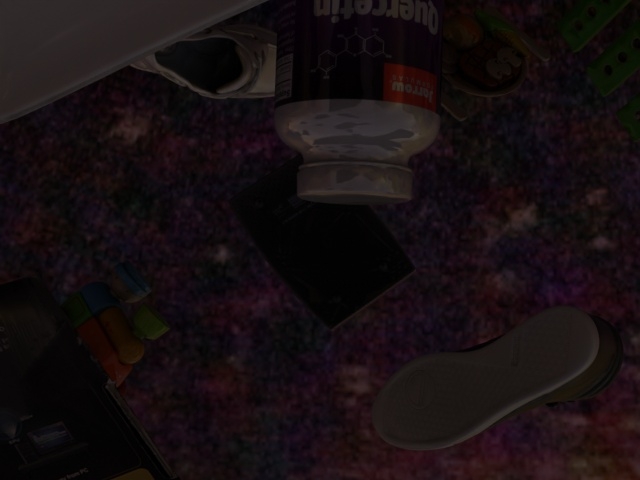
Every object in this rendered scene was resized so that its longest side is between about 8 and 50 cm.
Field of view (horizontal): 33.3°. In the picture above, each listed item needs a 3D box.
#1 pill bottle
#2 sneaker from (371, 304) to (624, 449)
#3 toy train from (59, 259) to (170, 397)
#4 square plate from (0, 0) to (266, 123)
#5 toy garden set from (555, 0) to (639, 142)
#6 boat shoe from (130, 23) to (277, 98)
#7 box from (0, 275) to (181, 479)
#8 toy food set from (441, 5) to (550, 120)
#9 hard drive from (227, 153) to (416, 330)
[{"bbox_3d":[0.042,-0.205,1.158,0.181,0.323,0.181,1,176,0],"label":"pill bottle"},{"bbox_3d":[0.202,0.160,1.174,0.295,0.105,0.147,-30,153,33],"label":"sneaker"},{"bbox_3d":[-0.244,0.138,1.326,0.143,0.248,0.105,-41,137,0],"label":"toy train"},{"bbox_3d":[-0.148,-0.302,0.715,0.344,0.049,0.347,-25,111,-3],"label":"square plate"},{"bbox_3d":[0.410,-0.216,1.231,0.049,0.244,0.204,-20,164,-36],"label":"toy garden set"},{"bbox_3d":[-0.116,-0.214,1.317,0.277,0.096,0.098,1,116,-42],"label":"boat shoe"},{"bbox_3d":[-0.191,0.187,0.318,0.395,0.318,0.097,-17,145,-41],"label":"box"},{"bbox_3d":[0.204,-0.240,1.377,0.132,0.192,0.038,43,150,18],"label":"toy food set"},{"bbox_3d":[0.000,0.000,1.560,0.172,0.255,0.054,-34,158,-14],"label":"hard drive"}]
